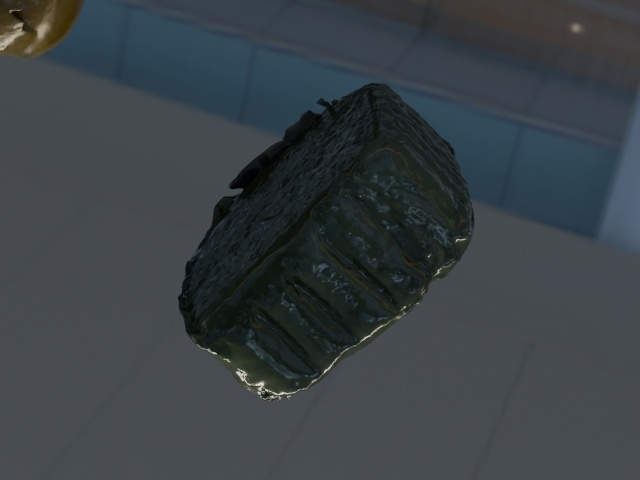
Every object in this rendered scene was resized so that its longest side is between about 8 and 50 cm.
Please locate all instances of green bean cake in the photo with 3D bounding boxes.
[{"bbox_3d":[0.000,0.000,1.353,0.125,0.227,0.222,46,-167,-19],"label":"green bean cake"}]

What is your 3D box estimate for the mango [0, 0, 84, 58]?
[{"bbox_3d":[-0.206,-0.223,1.118,0.136,0.166,0.236,-12,-110,-15],"label":"mango"}]
